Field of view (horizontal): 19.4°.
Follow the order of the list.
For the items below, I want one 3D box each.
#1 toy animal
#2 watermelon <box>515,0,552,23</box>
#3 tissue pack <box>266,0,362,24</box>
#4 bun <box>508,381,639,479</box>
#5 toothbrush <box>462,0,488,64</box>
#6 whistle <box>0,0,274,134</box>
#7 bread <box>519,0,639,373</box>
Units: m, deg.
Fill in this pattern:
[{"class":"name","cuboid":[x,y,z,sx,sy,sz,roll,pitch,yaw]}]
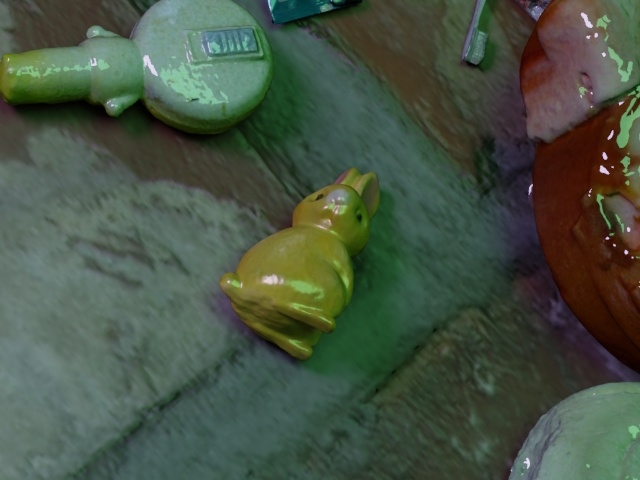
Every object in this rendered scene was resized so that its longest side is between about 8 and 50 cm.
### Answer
[{"class":"toy animal","cuboid":[-0.002,-0.003,1.290,0.083,0.070,0.159,33,55,-4]},{"class":"watermelon","cuboid":[0.191,-0.185,1.465,0.085,0.085,0.061,7,106,-20]},{"class":"tissue pack","cuboid":[-0.025,-0.232,1.402,0.085,0.028,0.138,-18,72,-27]},{"class":"bun","cuboid":[0.230,0.196,1.270,0.221,0.108,0.221,8,65,-18]},{"class":"toothbrush","cuboid":[0.137,-0.217,1.468,0.017,0.014,0.194,22,61,-12]},{"class":"whistle","cuboid":[-0.126,-0.123,1.294,0.198,0.057,0.104,-6,70,-25]},{"class":"bread","cuboid":[0.290,-0.053,1.370,0.295,0.114,0.327,-4,78,-34]}]
